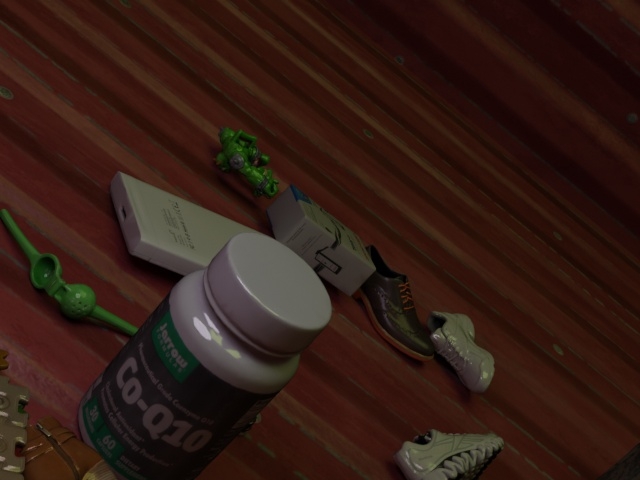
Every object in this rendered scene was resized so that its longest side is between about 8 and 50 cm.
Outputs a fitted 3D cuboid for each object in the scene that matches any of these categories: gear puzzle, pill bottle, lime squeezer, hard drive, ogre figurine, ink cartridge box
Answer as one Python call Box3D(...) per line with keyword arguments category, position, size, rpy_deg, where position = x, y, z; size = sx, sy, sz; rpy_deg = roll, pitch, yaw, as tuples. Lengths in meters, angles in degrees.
Box3D(category="gear puzzle", position=(-0.455, 0.229, 1.477), size=(0.175, 0.044, 0.339), rpy_deg=(15, 30, -20))
Box3D(category="pill bottle", position=(-0.159, 0.169, 1.614), size=(0.204, 0.361, 0.204), rpy_deg=(32, 28, -19))
Box3D(category="lime squeezer", position=(-0.390, 0.059, 1.812), size=(0.310, 0.059, 0.110), rpy_deg=(41, 26, -1))
Box3D(category="hard drive", position=(-0.202, 0.010, 2.120), size=(0.353, 0.047, 0.233), rpy_deg=(23, 22, -32))
Box3D(category="ogre figurine", position=(-0.156, -0.172, 2.444), size=(0.118, 0.096, 0.197), rpy_deg=(37, 35, -36))
Box3D(category="ink cartridge box", position=(0.000, 0.000, 2.351), size=(0.203, 0.086, 0.148), rpy_deg=(36, 15, -29))

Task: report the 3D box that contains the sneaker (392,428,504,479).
Box3D(category="sneaker", position=(0.236, 0.386, 2.132), size=(0.118, 0.110, 0.292), rpy_deg=(43, 24, 23))

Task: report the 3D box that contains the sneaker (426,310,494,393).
Box3D(category="sneaker", position=(0.279, 0.233, 2.452), size=(0.115, 0.090, 0.232), rpy_deg=(18, 26, -29))

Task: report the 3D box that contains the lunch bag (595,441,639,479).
Box3D(category="lunch bag", position=(0.694, 0.490, 2.365), size=(0.212, 0.305, 0.256), rpy_deg=(43, 27, 0))

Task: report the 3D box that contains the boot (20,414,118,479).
Box3D(category="boot", position=(-0.359, 0.304, 1.483), size=(0.152, 0.073, 0.197), rpy_deg=(42, 26, 18))

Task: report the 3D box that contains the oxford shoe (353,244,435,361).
Box3D(category="oxford shoe", position=(0.151, 0.128, 2.399), size=(0.271, 0.098, 0.097), rpy_deg=(50, 27, 15))

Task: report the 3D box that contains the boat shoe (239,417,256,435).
Box3D(category="boat shoe", position=(-0.156, 0.268, 1.833), size=(0.125, 0.038, 0.046), rpy_deg=(27, 30, -28))
